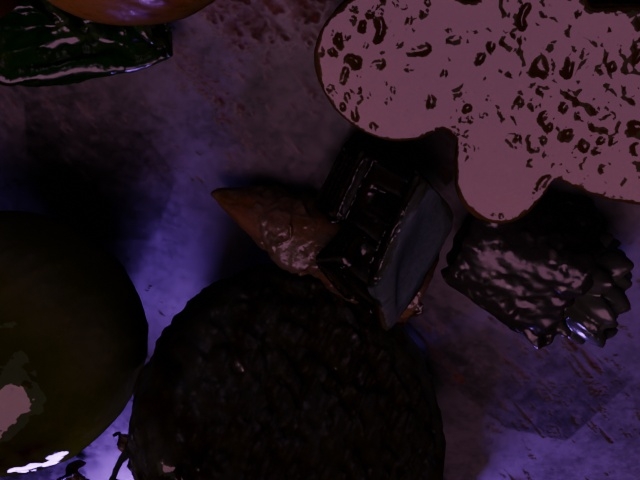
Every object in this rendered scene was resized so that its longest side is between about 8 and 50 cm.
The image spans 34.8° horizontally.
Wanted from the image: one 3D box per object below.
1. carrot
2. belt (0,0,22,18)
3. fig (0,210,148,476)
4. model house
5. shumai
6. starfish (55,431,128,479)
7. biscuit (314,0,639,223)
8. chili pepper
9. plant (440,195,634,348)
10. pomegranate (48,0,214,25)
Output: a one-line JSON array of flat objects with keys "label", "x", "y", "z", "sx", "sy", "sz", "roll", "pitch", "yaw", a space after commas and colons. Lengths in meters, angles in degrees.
[{"label": "carrot", "x": 0.000, "y": 0.000, "z": 1.120, "sx": 0.263, "sy": 0.102, "sz": 0.102, "roll": 26, "pitch": 131, "yaw": 1}, {"label": "belt", "x": -0.372, "y": -0.235, "z": 0.918, "sx": 0.261, "sy": 0.184, "sz": 0.105, "roll": 17, "pitch": 140, "yaw": 43}, {"label": "fig", "x": -0.332, "y": 0.115, "z": 1.166, "sx": 0.316, "sy": 0.316, "sz": 0.316, "roll": 7, "pitch": 130, "yaw": 8}, {"label": "model house", "x": 0.042, "y": -0.015, "z": 1.022, "sx": 0.152, "sy": 0.106, "sz": 0.165, "roll": 36, "pitch": 106, "yaw": 35}, {"label": "shumai", "x": -0.080, "y": 0.231, "z": 1.212, "sx": 0.395, "sy": 0.395, "sz": 0.348, "roll": 39, "pitch": 149, "yaw": -18}, {"label": "starfish", "x": -0.247, "y": 0.409, "z": 1.506, "sx": 0.303, "sy": 0.113, "sz": 0.312, "roll": 23, "pitch": 122, "yaw": -9}, {"label": "biscuit", "x": 0.209, "y": -0.148, "z": 0.934, "sx": 0.432, "sy": 0.064, "sz": 0.283, "roll": 9, "pitch": 114, "yaw": 6}, {"label": "chili pepper", "x": -0.272, "y": -0.199, "z": 1.018, "sx": 0.253, "sy": 0.083, "sz": 0.099, "roll": -3, "pitch": 131, "yaw": 11}, {"label": "plant", "x": 0.232, "y": 0.027, "z": 1.048, "sx": 0.194, "sy": 0.129, "sz": 0.132, "roll": 23, "pitch": 131, "yaw": -2}, {"label": "pomegranate", "x": -0.158, "y": -0.283, "z": 0.828, "sx": 0.233, "sy": 0.233, "sz": 0.233, "roll": 7, "pitch": 130, "yaw": 8}]
